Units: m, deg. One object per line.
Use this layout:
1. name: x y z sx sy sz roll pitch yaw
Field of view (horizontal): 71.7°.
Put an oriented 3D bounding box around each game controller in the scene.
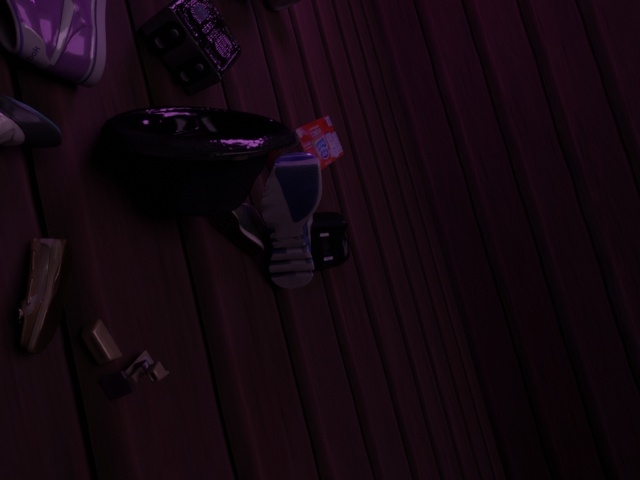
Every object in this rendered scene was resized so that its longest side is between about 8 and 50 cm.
1. game controller: 0.000 0.000 1.270 0.319 0.067 0.166 -6 95 -62

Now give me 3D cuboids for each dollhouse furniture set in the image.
1. dollhouse furniture set: -0.276 0.151 0.647 0.114 0.091 0.081 64 13 -11

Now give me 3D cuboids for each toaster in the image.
1. toaster: -0.268 -0.431 0.946 0.168 0.110 0.185 54 33 -34

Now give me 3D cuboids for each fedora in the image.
1. fedora: -0.209 -0.141 0.797 0.334 0.334 0.152 -44 147 -60

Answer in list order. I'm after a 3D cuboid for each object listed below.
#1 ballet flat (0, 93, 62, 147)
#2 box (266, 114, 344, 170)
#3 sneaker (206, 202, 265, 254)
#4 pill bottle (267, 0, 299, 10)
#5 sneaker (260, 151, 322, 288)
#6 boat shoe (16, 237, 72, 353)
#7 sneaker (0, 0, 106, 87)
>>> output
1. ballet flat: -0.428 -0.159 0.540 0.203 0.074 0.074 37 44 -40
2. box: -0.044 -0.254 1.246 0.128 0.123 0.257 65 28 -14
3. sneaker: -0.178 -0.052 0.951 0.192 0.064 0.086 52 33 -45
4. pill bottle: -0.144 -0.869 1.401 0.229 0.131 0.131 66 28 -14
5. sneaker: -0.076 -0.063 1.025 0.182 0.128 0.315 -104 -164 -57
6. boat shoe: -0.360 0.068 0.567 0.056 0.048 0.152 123 -31 -65
7. sneaker: -0.416 -0.390 0.662 0.161 0.102 0.281 8 68 -57
